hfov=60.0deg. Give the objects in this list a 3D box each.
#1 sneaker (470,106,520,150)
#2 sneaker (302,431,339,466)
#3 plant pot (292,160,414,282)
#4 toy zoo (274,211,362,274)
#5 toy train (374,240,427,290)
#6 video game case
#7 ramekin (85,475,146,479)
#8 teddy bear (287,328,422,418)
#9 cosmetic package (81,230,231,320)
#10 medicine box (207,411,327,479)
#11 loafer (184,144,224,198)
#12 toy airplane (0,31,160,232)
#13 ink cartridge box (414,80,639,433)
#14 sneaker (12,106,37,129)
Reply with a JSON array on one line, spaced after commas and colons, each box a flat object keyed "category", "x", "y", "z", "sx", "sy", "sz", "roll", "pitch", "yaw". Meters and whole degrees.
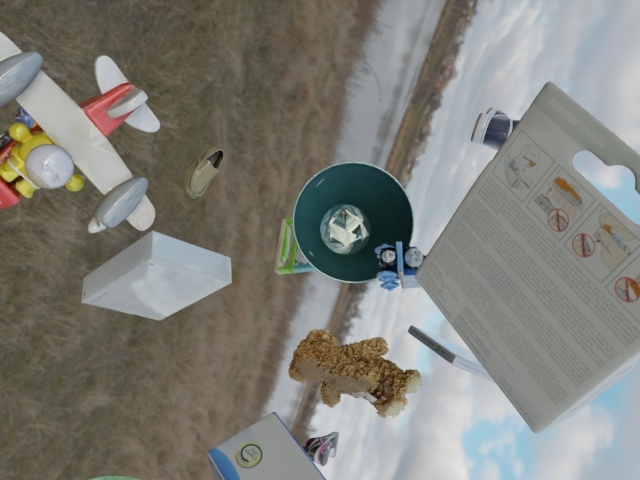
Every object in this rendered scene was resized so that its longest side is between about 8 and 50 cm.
[{"category": "sneaker", "x": 0.487, "y": -0.275, "z": 1.426, "sx": 0.282, "sy": 0.153, "sz": 0.099, "roll": -31, "pitch": 137, "yaw": -62}, {"category": "sneaker", "x": -0.001, "y": 0.568, "z": 1.543, "sx": 0.178, "sy": 0.077, "sz": 0.071, "roll": 27, "pitch": 72, "yaw": -70}, {"category": "plant pot", "x": 0.073, "y": -0.036, "z": 1.404, "sx": 0.195, "sy": 0.290, "sz": 0.290, "roll": 126, "pitch": -16, "yaw": -84}, {"category": "toy zoo", "x": 0.000, "y": 0.000, "z": 1.705, "sx": 0.030, "sy": 0.293, "sz": 0.192, "roll": 45, "pitch": 44, "yaw": -50}, {"category": "toy train", "x": 0.172, "y": 0.054, "z": 1.162, "sx": 0.184, "sy": 0.105, "sz": 0.080, "roll": 59, "pitch": 26, "yaw": -69}, {"category": "video game case", "x": 0.322, "y": 0.264, "z": 1.234, "sx": 0.023, "sy": 0.212, "sz": 0.193, "roll": -63, "pitch": -158, "yaw": 1}, {"category": "ramekin", "x": -0.368, "y": 0.605, "z": 1.083, "sx": 0.303, "sy": 0.304, "sz": 0.148, "roll": 73, "pitch": 39, "yaw": -84}, {"category": "teddy bear", "x": 0.091, "y": 0.334, "z": 1.412, "sx": 0.113, "sy": 0.338, "sz": 0.245, "roll": -74, "pitch": 173, "yaw": -55}, {"category": "cosmetic package", "x": -0.504, "y": 0.121, "z": 1.701, "sx": 0.377, "sy": 0.284, "sz": 0.097, "roll": -27, "pitch": -122, "yaw": 32}, {"category": "medicine box", "x": -0.060, "y": 0.514, "z": 1.004, "sx": 0.149, "sy": 0.263, "sz": 0.289, "roll": -26, "pitch": 133, "yaw": -25}, {"category": "loafer", "x": -0.271, "y": -0.165, "z": 1.297, "sx": 0.056, "sy": 0.050, "sz": 0.148, "roll": 43, "pitch": 56, "yaw": -44}, {"category": "toy airplane", "x": -0.517, "y": -0.199, "z": 1.142, "sx": 0.272, "sy": 0.386, "sz": 0.384, "roll": -114, "pitch": -142, "yaw": -56}, {"category": "ink cartridge box", "x": 0.319, "y": 0.033, "z": 0.752, "sx": 0.091, "sy": 0.308, "sz": 0.385, "roll": -10, "pitch": 142, "yaw": -34}, {"category": "sneaker", "x": -0.836, "y": -0.363, "z": 1.618, "sx": 0.083, "sy": 0.087, "sz": 0.221, "roll": -58, "pitch": -156, "yaw": -1}]
